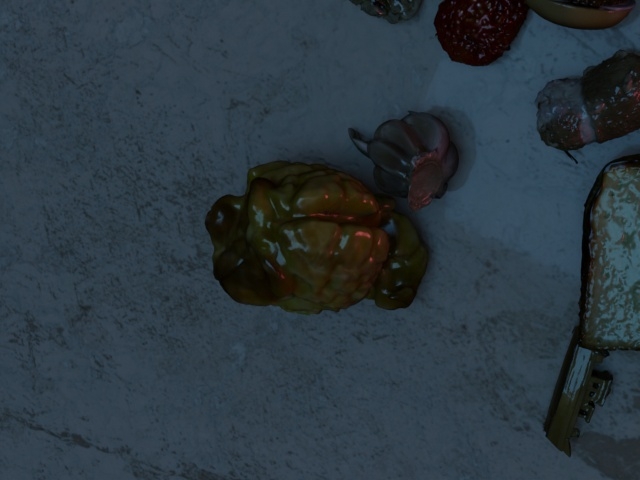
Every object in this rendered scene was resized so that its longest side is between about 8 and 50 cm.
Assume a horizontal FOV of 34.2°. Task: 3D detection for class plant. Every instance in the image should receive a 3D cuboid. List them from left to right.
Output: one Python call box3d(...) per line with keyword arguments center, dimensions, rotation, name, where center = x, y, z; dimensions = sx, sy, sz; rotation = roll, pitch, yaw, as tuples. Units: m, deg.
box3d(center=(0.081, -0.349, 1.461), dimensions=(0.117, 0.122, 0.104), rotation=(1, 112, 16), name="plant")

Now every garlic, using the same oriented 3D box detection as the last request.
box3d(center=(0.114, -0.121, 1.504), dimensions=(0.194, 0.127, 0.131), rotation=(25, 137, 49), name="garlic")

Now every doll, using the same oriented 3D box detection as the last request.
box3d(center=(0.385, -0.192, 1.367), dimensions=(0.221, 0.105, 0.115), rotation=(-31, 125, 25), name="doll")

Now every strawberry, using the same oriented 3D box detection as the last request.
box3d(center=(0.223, -0.329, 1.423), dimensions=(0.121, 0.082, 0.188), rotation=(33, 114, 17), name="strawberry")

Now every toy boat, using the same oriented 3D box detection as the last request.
box3d(center=(0.375, 0.208, 1.481), dimensions=(0.072, 0.064, 0.206), rotation=(14, 105, 3), name="toy boat")

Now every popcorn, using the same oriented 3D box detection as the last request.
box3d(center=(0.000, 0.000, 1.503), dimensions=(0.332, 0.265, 0.225), rotation=(18, 71, -8), name="popcorn")

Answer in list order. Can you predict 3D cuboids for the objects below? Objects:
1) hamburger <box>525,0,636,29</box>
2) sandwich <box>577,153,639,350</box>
box3d(center=(0.335, -0.343, 1.335), dimensions=(0.175, 0.175, 0.136), rotation=(20, 124, 18), name="hamburger")
box3d(center=(0.491, 0.026, 1.354), dimensions=(0.301, 0.099, 0.271), rotation=(6, 93, 15), name="sandwich")
